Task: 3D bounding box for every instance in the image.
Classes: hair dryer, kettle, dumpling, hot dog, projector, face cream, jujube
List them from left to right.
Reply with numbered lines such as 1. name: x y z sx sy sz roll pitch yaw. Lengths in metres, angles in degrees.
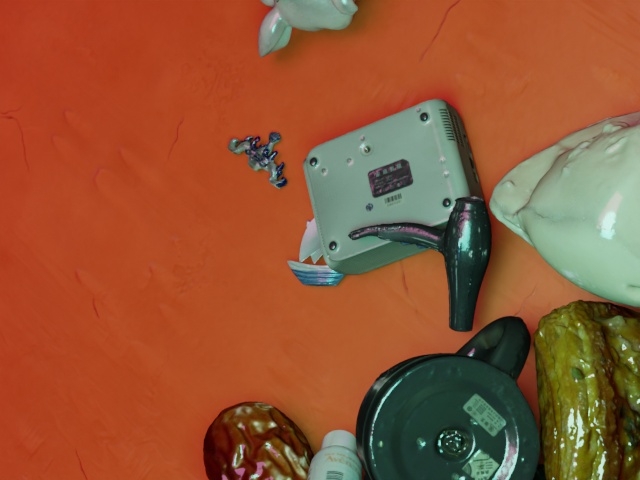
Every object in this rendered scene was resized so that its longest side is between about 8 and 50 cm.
1. jujube: -0.079 0.362 2.080 0.174 0.174 0.250 -48 55 13
2. face cream: 0.016 0.363 1.939 0.082 0.269 0.082 3 117 5
3. projector: 0.111 -0.081 2.095 0.251 0.108 0.198 -20 69 23
4. hair dryer: 0.141 0.022 1.994 0.219 0.075 0.195 11 105 24
5. kettle: 0.177 0.233 1.893 0.228 0.324 0.321 36 84 -3
6. hot dog: 0.393 0.263 1.784 0.174 0.267 0.387 -31 59 55
7. dumpling: 0.436 -0.064 1.884 0.395 0.233 0.315 14 55 45

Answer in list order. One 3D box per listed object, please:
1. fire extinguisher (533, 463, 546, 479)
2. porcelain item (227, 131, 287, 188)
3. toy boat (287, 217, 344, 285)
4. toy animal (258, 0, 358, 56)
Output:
1. fire extinguisher: 0.338 0.458 1.857 0.114 0.095 0.311 -28 66 12
2. porcelain item: -0.092 -0.150 2.285 0.136 0.021 0.075 39 96 30
3. toy boat: -0.009 0.008 2.191 0.105 0.034 0.149 -21 71 16
4. toy animal: 0.003 -0.438 2.216 0.325 0.154 0.208 -21 63 30
